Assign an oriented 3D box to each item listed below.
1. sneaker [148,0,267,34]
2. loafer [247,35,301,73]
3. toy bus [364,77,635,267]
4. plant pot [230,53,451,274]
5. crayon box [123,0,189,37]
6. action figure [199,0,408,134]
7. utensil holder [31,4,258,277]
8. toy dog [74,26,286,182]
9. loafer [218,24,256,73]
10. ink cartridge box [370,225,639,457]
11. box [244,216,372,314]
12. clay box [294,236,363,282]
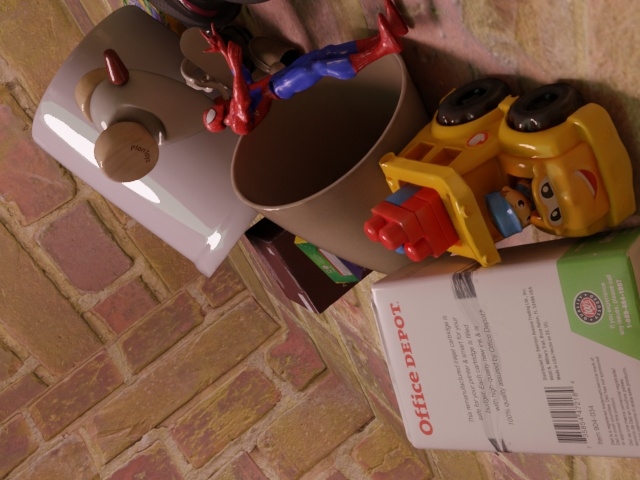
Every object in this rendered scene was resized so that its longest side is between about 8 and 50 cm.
[{"bbox_3d":[-0.155,-0.400,0.964,0.202,0.185,0.482,37,180,-39],"label":"sneaker"},{"bbox_3d":[-0.058,-0.287,1.089,0.148,0.056,0.050,37,161,18],"label":"loafer"},{"bbox_3d":[0.157,-0.046,0.679,0.220,0.211,0.150,25,148,58],"label":"toy bus"},{"bbox_3d":[0.067,-0.069,0.903,0.274,0.256,0.256,44,174,-38],"label":"plant pot"},{"bbox_3d":[-0.313,-0.476,1.360,0.203,0.083,0.323,52,165,2],"label":"crayon box"},{"bbox_3d":[-0.052,-0.222,0.808,0.139,0.280,0.091,52,-149,-22],"label":"action figure"},{"bbox_3d":[-0.257,-0.174,1.221,0.385,0.328,0.327,36,167,-7],"label":"utensil holder"},{"bbox_3d":[-0.187,-0.218,0.957,0.220,0.333,0.161,38,143,17],"label":"toy dog"},{"bbox_3d":[-0.195,-0.341,1.311,0.096,0.084,0.267,59,164,-17],"label":"loafer"},{"bbox_3d":[0.211,0.109,0.715,0.272,0.114,0.199,-10,98,38],"label":"ink cartridge box"},{"bbox_3d":[0.000,0.000,1.285,0.169,0.203,0.167,58,165,-19],"label":"box"},{"bbox_3d":[0.035,-0.060,1.071,0.053,0.222,0.127,-5,147,33],"label":"clay box"}]
